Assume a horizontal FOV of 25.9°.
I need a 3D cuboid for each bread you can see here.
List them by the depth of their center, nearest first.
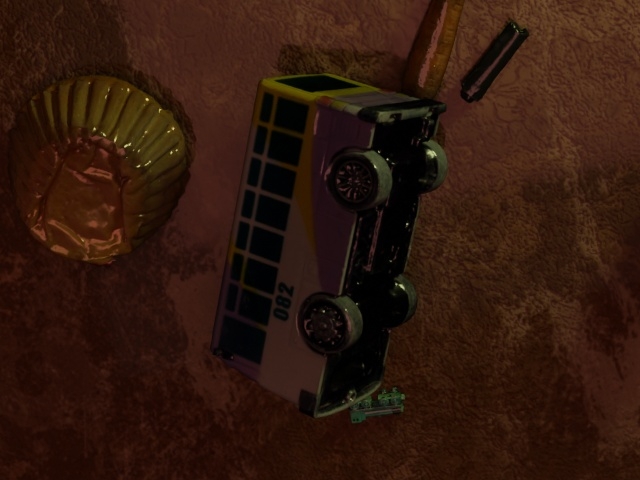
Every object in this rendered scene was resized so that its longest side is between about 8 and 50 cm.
[{"bbox_3d":[-0.326,-0.100,2.000,0.274,0.149,0.274,0,112,0],"label":"bread"}]

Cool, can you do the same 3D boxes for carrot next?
[{"bbox_3d":[0.171,-0.306,1.950,0.059,0.059,0.248,19,103,-2],"label":"carrot"}]

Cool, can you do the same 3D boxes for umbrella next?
[{"bbox_3d":[0.244,-0.252,1.973,0.036,0.031,0.133,43,107,19],"label":"umbrella"}]

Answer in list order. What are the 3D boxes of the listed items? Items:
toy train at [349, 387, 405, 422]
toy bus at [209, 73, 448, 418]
[{"bbox_3d":[0.085,0.255,2.138,0.092,0.029,0.045,-8,113,5],"label":"toy train"},{"bbox_3d":[0.000,0.000,1.948,0.249,0.209,0.440,20,109,27],"label":"toy bus"}]
